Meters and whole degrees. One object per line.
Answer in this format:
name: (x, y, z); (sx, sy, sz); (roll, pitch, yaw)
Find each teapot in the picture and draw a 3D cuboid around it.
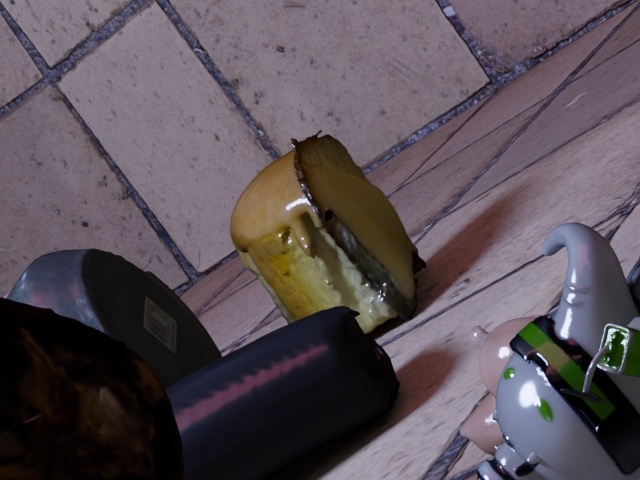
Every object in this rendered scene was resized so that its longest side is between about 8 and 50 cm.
teapot: (-0.281, 0.173, 1.801); (0.344, 0.253, 0.300); (-39, 43, 15)

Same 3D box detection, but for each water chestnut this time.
water chestnut: (-0.217, 0.171, 1.090); (0.335, 0.335, 0.347); (-40, 4, -36)

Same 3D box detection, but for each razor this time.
razor: (-0.100, 0.171, 1.506); (0.349, 0.113, 0.204); (-35, 3, 4)

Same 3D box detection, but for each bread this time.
bread: (0.000, 0.000, 1.893); (0.162, 0.204, 0.262); (-32, 3, 10)

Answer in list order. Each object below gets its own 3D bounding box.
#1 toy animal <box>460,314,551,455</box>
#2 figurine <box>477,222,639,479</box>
toy animal: (0.127, 0.075, 1.100); (0.091, 0.082, 0.114); (-37, 5, -28)
figurine: (0.150, 0.061, 0.919); (0.192, 0.126, 0.147); (-47, 25, 0)
